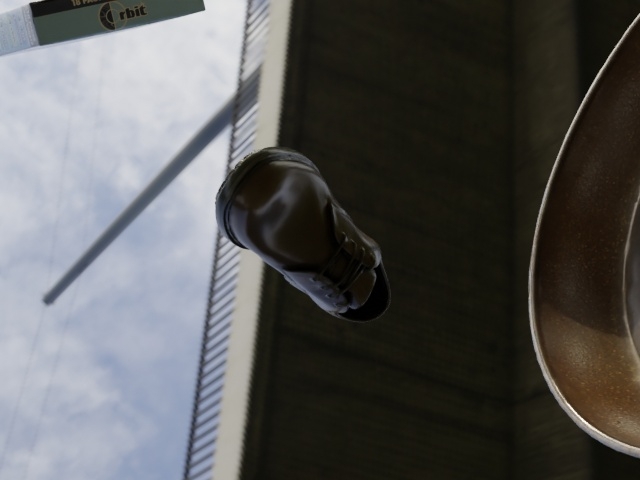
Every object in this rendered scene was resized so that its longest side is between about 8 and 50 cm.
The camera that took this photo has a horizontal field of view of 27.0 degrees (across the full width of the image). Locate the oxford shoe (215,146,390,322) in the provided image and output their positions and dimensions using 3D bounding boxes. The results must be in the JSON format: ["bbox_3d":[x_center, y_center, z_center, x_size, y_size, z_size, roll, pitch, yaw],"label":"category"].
[{"bbox_3d":[0.000,0.000,0.973,0.096,0.083,0.227,38,179,31],"label":"oxford shoe"}]

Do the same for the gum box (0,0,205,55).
[{"bbox_3d":[-0.213,-0.205,1.224,0.157,0.184,0.041,-17,-80,-26],"label":"gum box"}]

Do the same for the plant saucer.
[{"bbox_3d":[0.211,-0.041,0.581,0.050,0.311,0.310,28,-127,-23],"label":"plant saucer"}]
